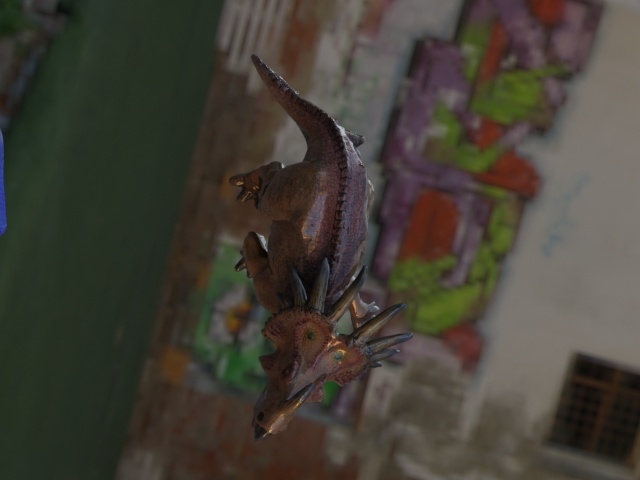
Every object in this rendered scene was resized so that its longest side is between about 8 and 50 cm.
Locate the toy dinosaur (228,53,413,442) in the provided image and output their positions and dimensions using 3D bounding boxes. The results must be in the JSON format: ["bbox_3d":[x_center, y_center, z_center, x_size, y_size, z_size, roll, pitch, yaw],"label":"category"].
[{"bbox_3d":[0.000,0.000,1.538,0.200,0.127,0.296,-145,-126,-81],"label":"toy dinosaur"}]

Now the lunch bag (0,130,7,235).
[{"bbox_3d":[-0.293,-0.063,1.330,0.096,0.128,0.151,-35,-110,49],"label":"lunch bag"}]
